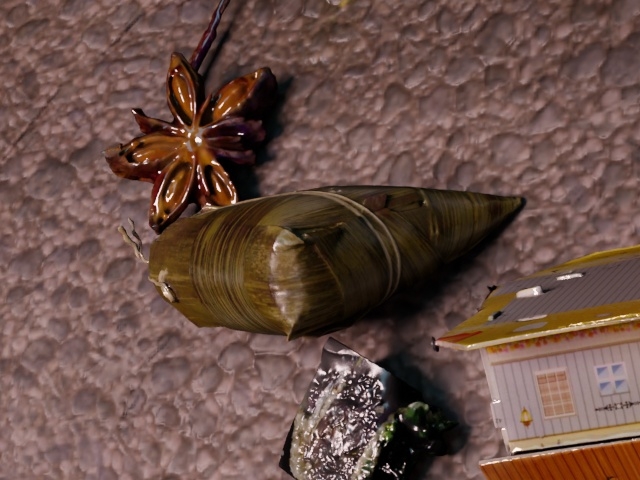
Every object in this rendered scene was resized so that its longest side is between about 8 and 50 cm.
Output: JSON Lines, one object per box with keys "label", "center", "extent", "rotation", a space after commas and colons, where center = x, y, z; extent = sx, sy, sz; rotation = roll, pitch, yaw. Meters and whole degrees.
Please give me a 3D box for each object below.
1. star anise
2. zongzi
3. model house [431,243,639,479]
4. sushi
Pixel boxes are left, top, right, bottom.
{"label": "star anise", "center": [-0.079, -0.089, 1.211], "extent": [0.097, 0.070, 0.191], "rotation": [14, 73, 5]}
{"label": "zongzi", "center": [0.000, 0.000, 1.128], "extent": [0.187, 0.184, 0.084], "rotation": [5, 112, 55]}
{"label": "model house", "center": [0.192, 0.079, 0.962], "extent": [0.219, 0.207, 0.136], "rotation": [-10, 97, 21]}
{"label": "sushi", "center": [0.025, 0.117, 1.066], "extent": [0.085, 0.056, 0.083], "rotation": [31, 86, 36]}
